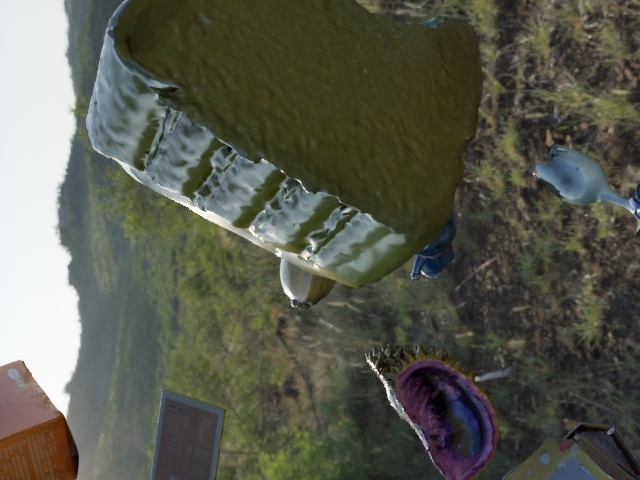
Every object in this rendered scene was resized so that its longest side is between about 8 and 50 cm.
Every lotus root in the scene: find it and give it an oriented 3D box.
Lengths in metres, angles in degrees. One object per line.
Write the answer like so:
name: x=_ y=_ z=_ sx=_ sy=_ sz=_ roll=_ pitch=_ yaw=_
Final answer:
lotus root: x=-0.002 y=-0.001 z=1.283 sx=0.146 sy=0.131 sz=0.303 roll=-87 pitch=21 yaw=-81

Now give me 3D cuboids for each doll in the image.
doll: x=0.164 y=-0.007 z=0.950 sx=0.085 sy=0.114 sz=0.152 roll=33 pitch=162 yaw=39

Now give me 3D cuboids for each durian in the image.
durian: x=0.179 y=0.269 z=1.066 sx=0.187 sy=0.154 sz=0.260 roll=11 pitch=134 yaw=56

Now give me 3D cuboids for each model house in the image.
model house: x=0.400 y=0.393 z=0.978 sx=0.207 sy=0.136 sz=0.219 roll=39 pitch=121 yaw=19

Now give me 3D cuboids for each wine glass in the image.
wine glass: x=0.718 y=-0.135 z=1.636 sx=0.321 sy=0.143 sz=0.143 roll=34 pitch=134 yaw=32

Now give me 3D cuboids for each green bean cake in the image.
green bean cake: x=-0.016 y=-0.106 z=0.446 sx=0.124 sy=0.236 sz=0.232 roll=-45 pitch=21 yaw=51

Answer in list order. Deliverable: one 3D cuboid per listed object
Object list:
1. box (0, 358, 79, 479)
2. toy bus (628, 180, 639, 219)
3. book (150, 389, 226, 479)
box: x=-0.603 y=0.353 z=1.031 sx=0.225 sy=0.341 sz=0.143 roll=25 pitch=123 yaw=44
toy bus: x=0.623 y=-0.081 z=0.934 sx=0.292 sy=0.126 sz=0.133 roll=-41 pitch=41 yaw=40
book: x=-0.284 y=0.453 z=1.335 sx=0.170 sy=0.018 sz=0.241 roll=9 pitch=91 yaw=29
